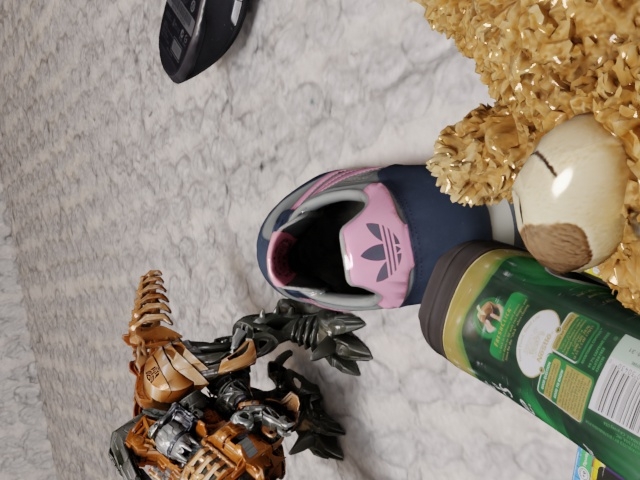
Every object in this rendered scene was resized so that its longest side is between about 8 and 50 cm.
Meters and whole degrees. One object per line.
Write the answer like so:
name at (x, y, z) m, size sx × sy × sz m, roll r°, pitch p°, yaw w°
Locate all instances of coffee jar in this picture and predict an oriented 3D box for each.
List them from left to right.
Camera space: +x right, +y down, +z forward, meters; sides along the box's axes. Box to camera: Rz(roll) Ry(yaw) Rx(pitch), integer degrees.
coffee jar at (0.138, 0.061, 0.474) m, size 0.184 × 0.096 × 0.079 m, roll 32°, pitch 104°, yaw 54°

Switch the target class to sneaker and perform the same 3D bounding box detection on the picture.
sneaker at (0.000, 0.000, 0.666) m, size 0.319 × 0.131 × 0.112 m, roll -14°, pitch 87°, yaw 61°

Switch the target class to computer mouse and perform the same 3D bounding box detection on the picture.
computer mouse at (-0.069, -0.245, 0.792) m, size 0.184 × 0.060 × 0.262 m, roll 50°, pitch 128°, yaw 48°

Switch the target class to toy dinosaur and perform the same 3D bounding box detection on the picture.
toy dinosaur at (-0.084, 0.129, 0.769) m, size 0.322 × 0.218 × 0.164 m, roll 66°, pitch 149°, yaw 24°

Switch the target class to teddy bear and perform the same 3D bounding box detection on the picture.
teddy bear at (0.094, -0.111, 0.375) m, size 0.245 × 0.113 × 0.338 m, roll 150°, pitch 110°, yaw -64°

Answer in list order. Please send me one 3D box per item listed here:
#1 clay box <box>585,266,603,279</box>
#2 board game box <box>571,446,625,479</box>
clay box at (0.169, -0.084, 0.417) m, size 0.127 × 0.053 × 0.222 m, roll 29°, pitch 123°, yaw 56°
board game box at (0.192, 0.202, 0.476) m, size 0.141 × 0.048 × 0.170 m, roll 33°, pitch 126°, yaw 50°
